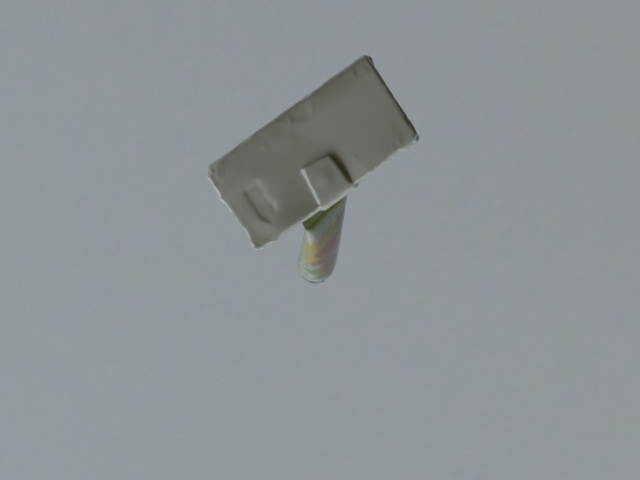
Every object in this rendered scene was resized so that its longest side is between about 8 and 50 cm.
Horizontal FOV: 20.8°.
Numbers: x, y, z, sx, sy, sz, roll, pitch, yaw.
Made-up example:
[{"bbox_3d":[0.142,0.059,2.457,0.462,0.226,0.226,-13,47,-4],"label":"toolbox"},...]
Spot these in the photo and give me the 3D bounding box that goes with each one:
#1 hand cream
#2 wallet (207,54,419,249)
[{"bbox_3d":[0.000,0.000,0.969,0.035,0.102,0.022,-42,-103,-18],"label":"hand cream"},{"bbox_3d":[-0.004,-0.035,0.701,0.083,0.011,0.044,-35,-102,13],"label":"wallet"}]
